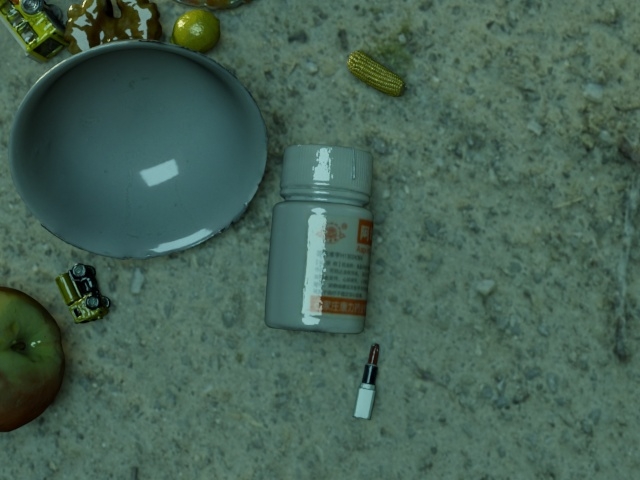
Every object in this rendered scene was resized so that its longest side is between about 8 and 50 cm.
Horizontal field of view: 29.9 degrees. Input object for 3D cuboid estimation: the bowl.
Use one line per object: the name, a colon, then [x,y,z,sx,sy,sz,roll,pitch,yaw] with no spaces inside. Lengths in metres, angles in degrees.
bowl: [-0.253,-0.155,1.647,0.345,0.345,0.157,-25,38,5]

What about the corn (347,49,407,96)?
corn: [0.079,-0.235,1.697,0.092,0.037,0.037,31,90,9]

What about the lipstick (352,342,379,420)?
lipstick: [0.068,0.196,1.669,0.025,0.025,0.107,11,81,7]

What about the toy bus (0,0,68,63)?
toy bus: [-0.456,-0.368,1.754,0.074,0.081,0.226,-40,82,4]

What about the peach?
peach: [-0.482,0.164,1.666,0.235,0.214,0.214,-10,84,24]

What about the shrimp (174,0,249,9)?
shrimp: [-0.215,-0.441,1.742,0.316,0.062,0.164,27,92,6]

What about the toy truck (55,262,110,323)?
toy truck: [-0.340,0.079,1.719,0.054,0.049,0.083,-28,81,6]

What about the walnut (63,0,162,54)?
walnut: [-0.295,-0.286,1.734,0.143,0.069,0.170,-7,87,4]

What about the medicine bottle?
medicine bottle: [0.000,0.000,1.635,0.144,0.144,0.252,2,87,8]

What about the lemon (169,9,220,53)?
lemon: [-0.180,-0.299,1.724,0.083,0.062,0.062,-21,83,19]
